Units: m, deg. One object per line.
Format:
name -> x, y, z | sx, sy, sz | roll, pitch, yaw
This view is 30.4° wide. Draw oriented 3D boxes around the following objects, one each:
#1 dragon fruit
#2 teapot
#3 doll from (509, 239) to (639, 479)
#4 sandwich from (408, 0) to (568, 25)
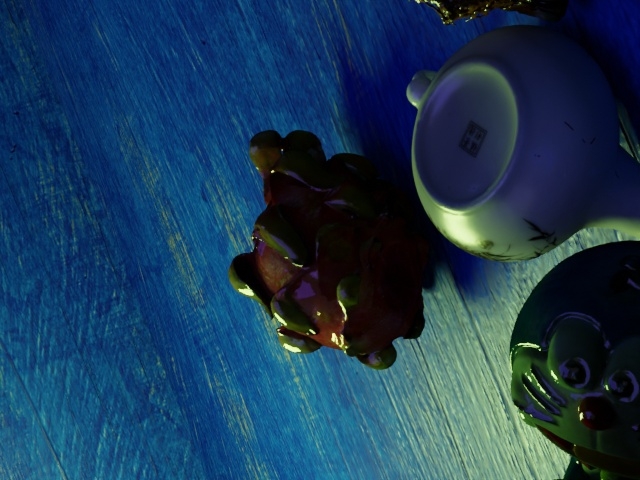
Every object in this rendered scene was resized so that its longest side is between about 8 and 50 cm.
dragon fruit -> 0.017, 0.001, 1.440 | 0.227, 0.243, 0.307 | 63, -147, -56
teapot -> 0.172, -0.096, 1.069 | 0.299, 0.166, 0.208 | -124, 41, -54
doll -> 0.257, 0.125, 0.980 | 0.199, 0.186, 0.321 | 17, 144, 22
sandwich -> 0.123, -0.266, 1.030 | 0.235, 0.159, 0.079 | 38, 173, 13
